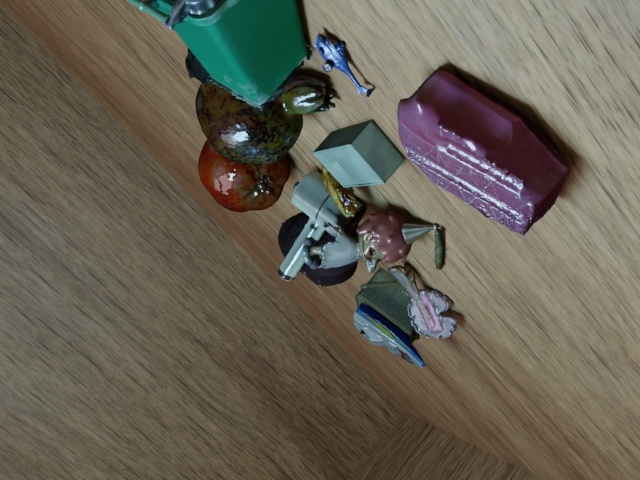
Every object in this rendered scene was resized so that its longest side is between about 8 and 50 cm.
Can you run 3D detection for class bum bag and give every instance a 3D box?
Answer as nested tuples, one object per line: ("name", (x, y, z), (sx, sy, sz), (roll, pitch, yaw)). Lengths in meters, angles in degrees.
("bum bag", (-0.317, -0.507, 1.805), (0.142, 0.079, 0.326), (52, 166, -8))

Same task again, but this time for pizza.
("pizza", (0.060, -0.151, 1.801), (0.154, 0.069, 0.194), (93, 152, -70))

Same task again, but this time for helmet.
("helmet", (0.000, 0.000, 2.123), (0.305, 0.225, 0.177), (40, 159, 7))

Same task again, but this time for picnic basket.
("picnic basket", (0.260, 0.237, 2.285), (0.266, 0.139, 0.165), (35, 163, 23))

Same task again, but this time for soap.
("soap", (0.286, -0.164, 1.190), (0.324, 0.127, 0.220), (36, 162, 22))

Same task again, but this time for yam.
("yam", (0.327, 0.025, 1.772), (0.029, 0.027, 0.234), (36, 165, 24))

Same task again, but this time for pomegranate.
("pomegranate", (-0.127, -0.326, 1.565), (0.340, 0.285, 0.285), (-9, 135, 31))

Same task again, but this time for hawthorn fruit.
("hawthorn fruit", (-0.266, -0.242, 2.054), (0.330, 0.287, 0.287), (37, 165, 38))

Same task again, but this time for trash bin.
("trash bin", (-0.189, -0.453, 1.285), (0.259, 0.295, 0.381), (34, 168, 26))

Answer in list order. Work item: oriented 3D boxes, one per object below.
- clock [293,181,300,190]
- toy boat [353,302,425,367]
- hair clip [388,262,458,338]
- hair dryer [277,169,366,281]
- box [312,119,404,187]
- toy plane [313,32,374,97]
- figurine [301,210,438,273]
("clock", (-0.058, -0.164, 2.196), (0.085, 0.017, 0.085), (38, 164, 13))
("toy boat", (0.234, 0.338, 2.192), (0.295, 0.088, 0.129), (36, 163, 21))
("hair clip", (0.323, 0.186, 2.079), (0.173, 0.069, 0.300), (-17, 113, 46))
("hair dryer", (-0.036, -0.012, 1.984), (0.203, 0.362, 0.128), (37, -163, 13))
("box", (0.090, -0.209, 1.606), (0.129, 0.086, 0.225), (46, 164, -19))
("toy plane", (0.049, -0.369, 1.360), (0.062, 0.054, 0.167), (-22, 118, 44))
("figurine", (0.143, 0.011, 1.788), (0.386, 0.166, 0.207), (-8, 155, 22))
